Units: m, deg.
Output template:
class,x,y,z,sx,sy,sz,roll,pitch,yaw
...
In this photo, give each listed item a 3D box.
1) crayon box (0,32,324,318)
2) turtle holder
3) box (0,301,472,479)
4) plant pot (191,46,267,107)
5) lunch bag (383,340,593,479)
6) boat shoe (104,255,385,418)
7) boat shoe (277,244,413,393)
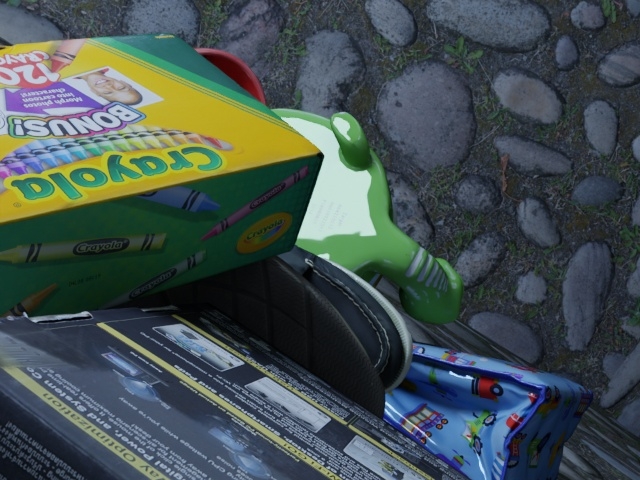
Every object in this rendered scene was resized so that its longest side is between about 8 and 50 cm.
class,x,y,z,sx,sy,sz,roll,pitch,yaw
crayon box,-0.156,-0.039,0.550,0.278,0.081,0.165,-17,47,-43
turtle holder,-0.006,-0.017,1.082,0.320,0.244,0.227,-7,-23,9
box,0.039,0.170,0.421,0.394,0.097,0.318,33,2,9
plant pot,-0.268,-0.208,1.595,0.243,0.275,0.275,25,-2,44
lunch bag,0.124,0.164,1.060,0.293,0.138,0.221,24,2,29
boat shoe,-0.104,0.034,0.693,0.355,0.132,0.130,34,4,6
boat shoe,-0.080,0.039,0.852,0.340,0.127,0.113,33,5,23
